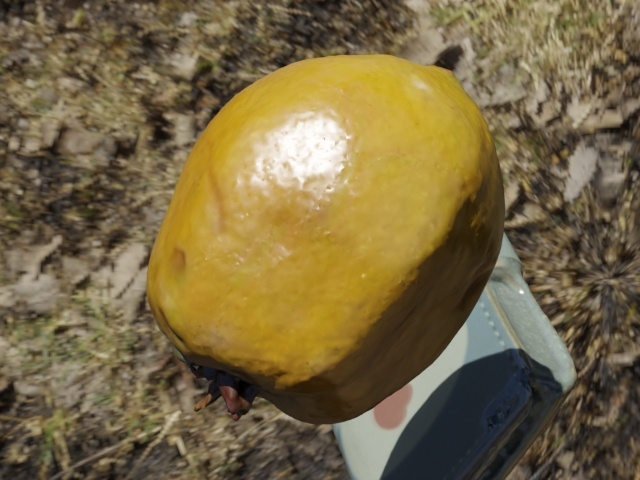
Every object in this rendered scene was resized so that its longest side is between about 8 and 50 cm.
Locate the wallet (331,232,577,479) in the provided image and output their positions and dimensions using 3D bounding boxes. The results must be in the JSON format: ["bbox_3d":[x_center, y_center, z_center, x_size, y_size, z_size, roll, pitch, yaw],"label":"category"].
[{"bbox_3d":[0.076,0.072,1.069,0.252,0.083,0.360,-56,38,29],"label":"wallet"}]

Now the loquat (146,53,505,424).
[{"bbox_3d":[0.000,0.000,0.685,0.234,0.187,0.176,-53,46,-1],"label":"loquat"}]
